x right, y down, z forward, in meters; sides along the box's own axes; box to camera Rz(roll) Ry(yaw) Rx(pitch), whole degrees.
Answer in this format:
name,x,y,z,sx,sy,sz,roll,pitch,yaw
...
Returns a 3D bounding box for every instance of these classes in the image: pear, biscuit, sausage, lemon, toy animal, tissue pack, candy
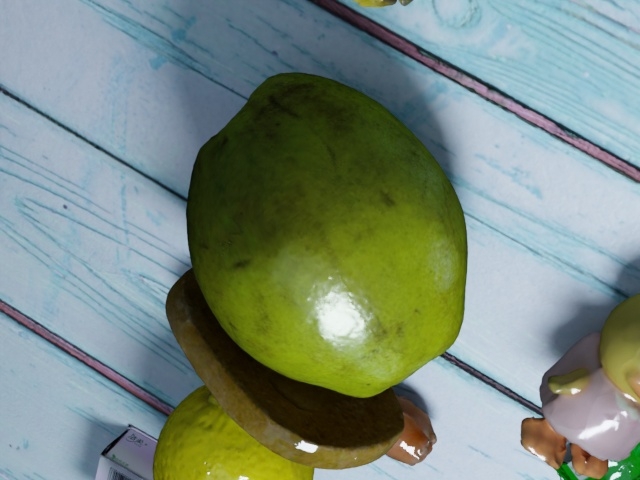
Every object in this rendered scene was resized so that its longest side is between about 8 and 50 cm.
name,x,y,z,sx,sy,sz,roll,pitch,yaw
pear,0.000,0.000,1.720,0.352,0.352,0.413,-33,89,38
biscuit,-0.039,0.162,1.856,0.367,0.314,0.063,50,123,30
sausage,-0.018,0.193,1.984,0.419,0.094,0.094,30,118,10
lemon,-0.126,0.335,2.032,0.267,0.267,0.267,13,124,21
toy animal,0.388,0.169,1.713,0.195,0.169,0.281,19,136,-26
tissue pack,-0.250,0.434,2.254,0.246,0.092,0.148,27,126,12
candy,0.410,0.319,1.843,0.141,0.078,0.203,45,124,-3

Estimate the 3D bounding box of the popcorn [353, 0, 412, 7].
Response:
name,x,y,z,sx,sy,sz,roll,pitch,yaw
popcorn,0.058,-0.389,1.519,0.190,0.250,0.250,42,140,47
